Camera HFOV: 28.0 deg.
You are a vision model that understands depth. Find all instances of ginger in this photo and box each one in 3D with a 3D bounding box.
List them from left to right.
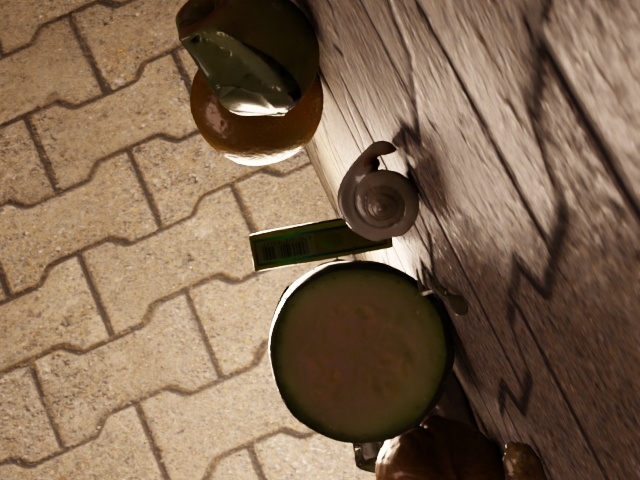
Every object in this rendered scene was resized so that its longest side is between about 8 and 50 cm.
[{"bbox_3d":[0.245,0.309,1.472,0.096,0.067,0.165,75,-176,-82],"label":"ginger"}]

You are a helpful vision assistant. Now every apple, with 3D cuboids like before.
[{"bbox_3d":[-0.099,-0.279,1.818,0.207,0.174,0.188,46,170,48],"label":"apple"}]

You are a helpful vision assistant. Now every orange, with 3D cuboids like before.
[{"bbox_3d":[-0.102,-0.228,2.088,0.236,0.236,0.236,155,90,-89],"label":"orange"}]

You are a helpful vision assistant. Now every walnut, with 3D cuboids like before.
[{"bbox_3d":[0.183,0.359,1.959,0.221,0.195,0.195,128,117,-83],"label":"walnut"}]

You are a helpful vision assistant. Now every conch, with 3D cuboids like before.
[{"bbox_3d":[0.077,-0.063,1.511,0.104,0.094,0.176,53,-153,-6],"label":"conch"}]

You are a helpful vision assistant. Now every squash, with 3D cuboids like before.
[{"bbox_3d":[0.052,0.156,1.937,0.384,0.263,0.263,-176,61,-88],"label":"squash"}]

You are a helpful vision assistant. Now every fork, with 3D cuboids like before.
[{"bbox_3d":[0.151,0.068,1.570,0.219,0.034,0.028,-127,39,-77],"label":"fork"}]

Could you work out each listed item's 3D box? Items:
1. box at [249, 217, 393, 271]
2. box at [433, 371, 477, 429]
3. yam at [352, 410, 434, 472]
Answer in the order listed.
[{"bbox_3d":[0.000,0.001,2.038,0.141,0.220,0.064,-136,38,-89],"label":"box"},{"bbox_3d":[0.232,0.314,2.190,0.103,0.055,0.243,-116,3,-47],"label":"box"},{"bbox_3d":[0.122,0.275,2.286,0.161,0.161,0.268,71,-169,-76],"label":"yam"}]
